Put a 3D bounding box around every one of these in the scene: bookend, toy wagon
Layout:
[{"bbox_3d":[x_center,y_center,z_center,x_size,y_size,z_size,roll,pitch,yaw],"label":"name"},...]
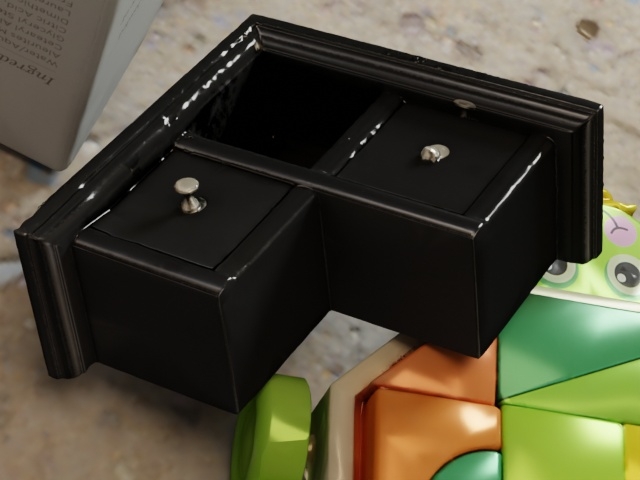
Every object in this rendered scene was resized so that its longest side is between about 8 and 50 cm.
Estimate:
[{"bbox_3d":[0.000,0.000,0.685,0.156,0.072,0.157,18,45,28],"label":"bookend"},{"bbox_3d":[0.099,0.111,0.707,0.267,0.068,0.344,10,60,-12],"label":"toy wagon"}]

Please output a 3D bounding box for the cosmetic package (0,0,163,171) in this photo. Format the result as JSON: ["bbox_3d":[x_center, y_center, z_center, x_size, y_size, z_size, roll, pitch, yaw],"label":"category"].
[{"bbox_3d":[-0.121,-0.155,0.715,0.151,0.183,0.151,26,58,-3],"label":"cosmetic package"}]
